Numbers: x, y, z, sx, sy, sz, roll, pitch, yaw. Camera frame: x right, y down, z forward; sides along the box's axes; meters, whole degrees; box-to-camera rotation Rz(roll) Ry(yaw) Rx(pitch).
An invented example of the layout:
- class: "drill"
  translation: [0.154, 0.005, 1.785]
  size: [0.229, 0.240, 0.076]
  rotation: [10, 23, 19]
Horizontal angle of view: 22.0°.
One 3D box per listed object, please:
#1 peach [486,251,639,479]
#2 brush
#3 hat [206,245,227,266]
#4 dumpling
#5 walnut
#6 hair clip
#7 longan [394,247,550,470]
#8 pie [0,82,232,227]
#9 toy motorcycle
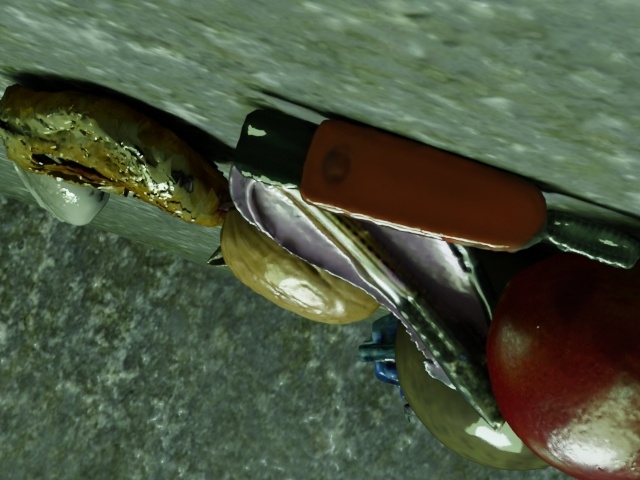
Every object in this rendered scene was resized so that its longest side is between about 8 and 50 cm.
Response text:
- class: "peach"
  translation: [0.252, 0.103, 1.355]
  size: [0.243, 0.200, 0.243]
  rotation: [18, 166, 4]
- class: "brush"
  translation: [0.090, -0.032, 1.268]
  size: [0.323, 0.070, 0.051]
  rotation: [18, 178, 6]
- class: "hat"
  translation: [-0.037, -0.006, 2.080]
  size: [0.166, 0.144, 0.173]
  rotation: [22, 130, -9]
- class: "dumpling"
  translation: [-0.309, -0.091, 1.937]
  size: [0.150, 0.092, 0.176]
  rotation: [43, 170, -10]
- class: "walnut"
  translation: [0.000, 0.000, 1.490]
  size: [0.180, 0.144, 0.144]
  rotation: [35, 169, -22]
- class: "hair clip"
  translation: [0.067, 0.025, 1.404]
  size: [0.110, 0.096, 0.359]
  rotation: [-14, 124, 50]
- class: "longan"
  translation: [0.184, 0.115, 1.632]
  size: [0.215, 0.246, 0.246]
  rotation: [-32, 149, 22]
- class: "pie"
  translation: [-0.210, -0.086, 1.690]
  size: [0.308, 0.086, 0.308]
  rotation: [19, 176, 2]
- class: "toy motorcycle"
  translation: [0.172, 0.128, 2.265]
  size: [0.182, 0.241, 0.319]
  rotation: [59, -178, 2]
